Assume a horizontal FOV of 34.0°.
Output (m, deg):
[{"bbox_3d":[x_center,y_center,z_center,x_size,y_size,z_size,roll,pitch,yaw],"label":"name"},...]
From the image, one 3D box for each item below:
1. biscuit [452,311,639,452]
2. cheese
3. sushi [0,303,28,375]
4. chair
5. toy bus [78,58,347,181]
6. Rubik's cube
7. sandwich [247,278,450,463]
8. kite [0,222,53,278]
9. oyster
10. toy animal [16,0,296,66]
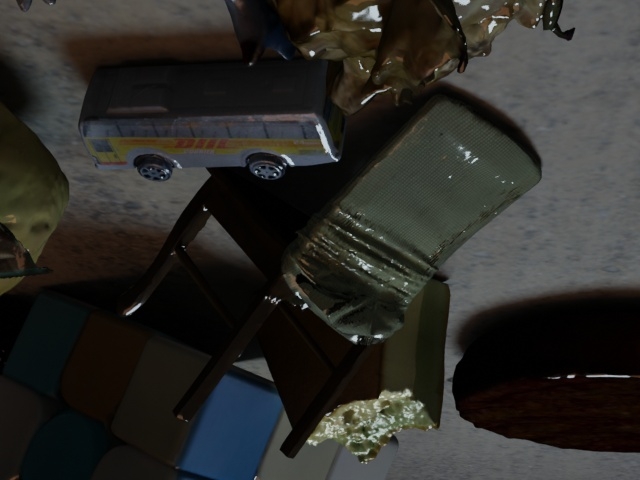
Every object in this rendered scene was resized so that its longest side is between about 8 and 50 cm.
[{"bbox_3d":[0.355,0.171,1.220,0.408,0.091,0.407,5,159,2],"label":"biscuit"},{"bbox_3d":[-0.310,-0.046,0.796,0.214,0.117,0.226,40,131,-23],"label":"cheese"},{"bbox_3d":[-0.403,0.140,1.310,0.147,0.114,0.212,-6,154,29],"label":"sushi"},{"bbox_3d":[0.000,0.000,0.854,0.160,0.319,0.186,29,-167,-41],"label":"chair"},{"bbox_3d":[-0.079,-0.086,0.744,0.191,0.064,0.075,1,151,14],"label":"toy bus"},{"bbox_3d":[-0.180,0.295,1.214,0.347,0.344,0.347,17,170,42],"label":"Rubik's cube"},{"bbox_3d":[0.016,0.130,1.084,0.220,0.186,0.108,-15,147,43],"label":"sandwich"},{"bbox_3d":[-0.367,-0.068,0.720,0.406,0.014,0.368,32,126,-5],"label":"kite"},{"bbox_3d":[0.058,-0.145,0.479,0.133,0.197,0.337,38,175,11],"label":"oyster"},{"bbox_3d":[-0.097,-0.178,0.514,0.239,0.176,0.255,-12,117,31],"label":"toy animal"}]
